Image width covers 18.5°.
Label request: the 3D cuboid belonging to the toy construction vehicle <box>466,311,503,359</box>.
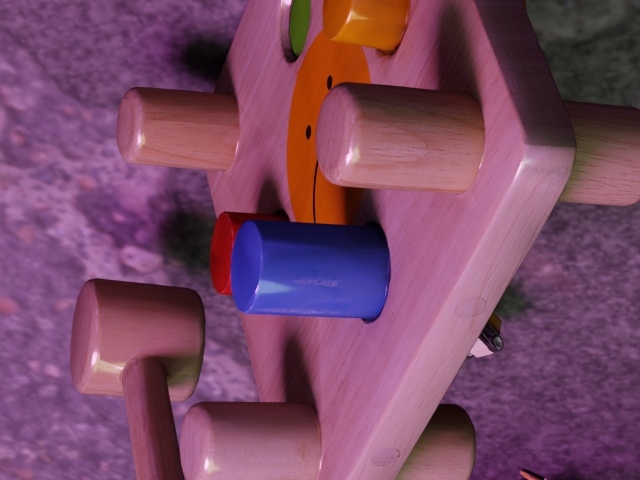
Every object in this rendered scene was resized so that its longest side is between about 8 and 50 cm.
[{"bbox_3d":[0.050,0.039,1.039,0.086,0.035,0.098,-19,127,38],"label":"toy construction vehicle"}]

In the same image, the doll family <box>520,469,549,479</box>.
[{"bbox_3d":[0.127,0.203,1.083,0.163,0.263,0.118,-10,103,-16],"label":"doll family"}]

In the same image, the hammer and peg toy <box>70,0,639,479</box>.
[{"bbox_3d":[0.000,0.000,0.846,0.127,0.266,0.361,3,137,-22],"label":"hammer and peg toy"}]
